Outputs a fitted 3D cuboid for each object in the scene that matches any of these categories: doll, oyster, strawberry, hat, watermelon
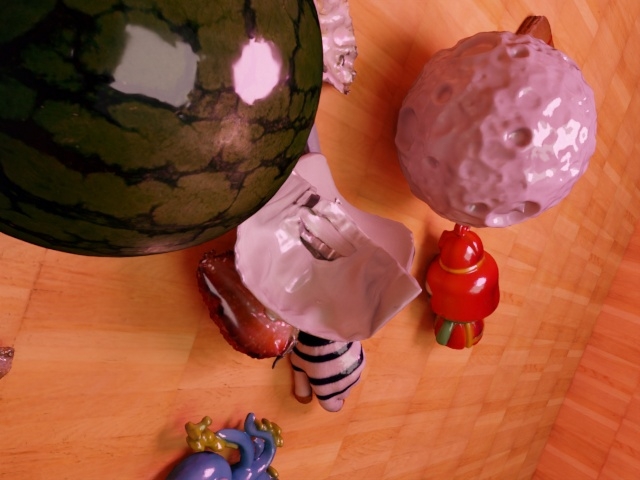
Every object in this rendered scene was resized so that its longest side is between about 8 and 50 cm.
[{"bbox_3d":[-0.178,0.474,0.848,0.346,0.099,0.341,-55,134,-8],"label":"doll"},{"bbox_3d":[0.336,0.105,1.146,0.182,0.160,0.363,-33,128,-29],"label":"doll"},{"bbox_3d":[-0.002,-0.297,0.718,0.209,0.072,0.133,-7,107,-64],"label":"oyster"},{"bbox_3d":[-0.116,0.097,0.742,0.228,0.098,0.174,20,82,-45],"label":"strawberry"},{"bbox_3d":[0.003,-0.003,0.720,0.168,0.258,0.301,-45,-175,24],"label":"hat"},{"bbox_3d":[-0.168,-0.154,0.423,0.363,0.363,0.363,-20,120,-38],"label":"watermelon"}]

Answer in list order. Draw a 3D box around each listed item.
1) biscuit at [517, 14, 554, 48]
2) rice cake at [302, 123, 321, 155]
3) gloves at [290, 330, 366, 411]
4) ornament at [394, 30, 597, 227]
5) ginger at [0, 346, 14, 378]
[{"bbox_3d":[0.504,-0.367,1.185,0.262,0.052,0.277,-51,135,-16],"label":"biscuit"},{"bbox_3d":[-0.032,-0.190,0.752,0.042,0.030,0.180,-44,133,-34],"label":"rice cake"},{"bbox_3d":[0.024,0.253,0.933,0.140,0.131,0.219,-29,117,-30],"label":"gloves"},{"bbox_3d":[0.301,-0.177,0.854,0.337,0.337,0.337,-20,120,-38],"label":"ornament"},{"bbox_3d":[-0.409,0.124,0.499,0.165,0.067,0.096,-11,115,-56],"label":"ginger"}]
